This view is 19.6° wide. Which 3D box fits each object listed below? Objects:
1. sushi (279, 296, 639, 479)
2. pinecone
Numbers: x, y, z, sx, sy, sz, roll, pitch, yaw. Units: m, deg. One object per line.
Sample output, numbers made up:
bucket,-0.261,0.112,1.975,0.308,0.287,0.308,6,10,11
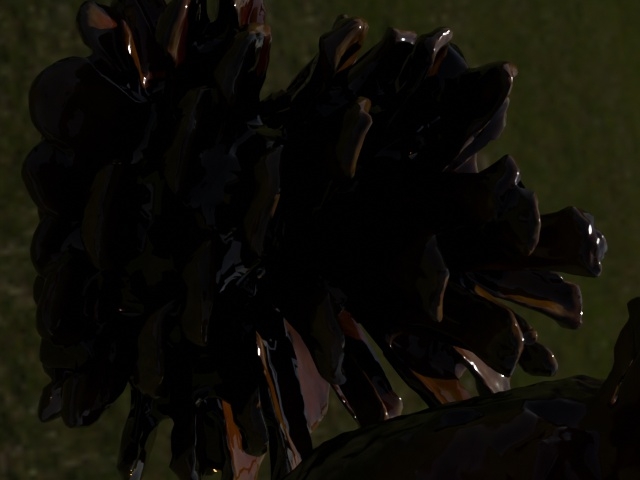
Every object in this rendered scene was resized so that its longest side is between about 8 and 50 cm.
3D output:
sushi,0.080,0.188,0.552,0.182,0.196,0.343,178,-92,-76
pinecone,0.000,0.000,1.190,0.384,0.384,0.384,-8,90,-70
